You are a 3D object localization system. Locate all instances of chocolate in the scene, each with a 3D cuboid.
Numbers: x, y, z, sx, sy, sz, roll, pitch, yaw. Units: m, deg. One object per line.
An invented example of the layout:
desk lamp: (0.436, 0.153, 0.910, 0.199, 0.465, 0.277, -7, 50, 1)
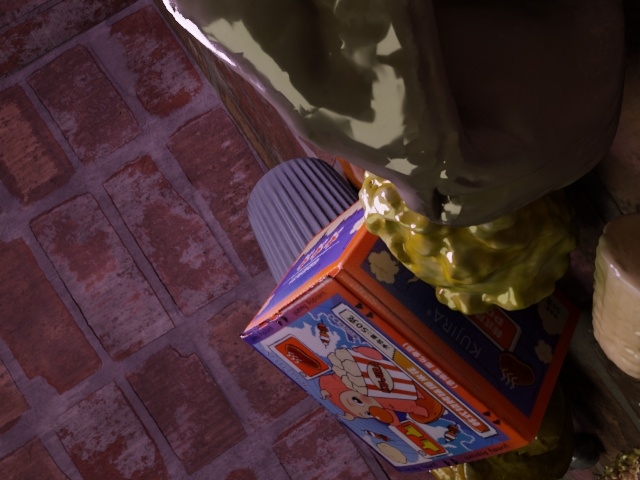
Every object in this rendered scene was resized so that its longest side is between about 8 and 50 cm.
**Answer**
chocolate: (0.482, 0.403, 1.410, 0.072, 0.072, 0.167, 54, 172, 16)

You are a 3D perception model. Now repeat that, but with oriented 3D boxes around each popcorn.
popcorn: (0.170, -0.053, 0.846, 0.242, 0.235, 0.250, 48, -170, 37)

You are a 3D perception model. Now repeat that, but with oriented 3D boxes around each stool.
stool: (0.000, 0.000, 1.687, 0.330, 0.297, 0.297, 56, 174, 39)

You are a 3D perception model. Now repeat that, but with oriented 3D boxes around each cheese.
cheese: (0.345, 0.062, 0.774, 0.167, 0.093, 0.123, 71, 174, -47)

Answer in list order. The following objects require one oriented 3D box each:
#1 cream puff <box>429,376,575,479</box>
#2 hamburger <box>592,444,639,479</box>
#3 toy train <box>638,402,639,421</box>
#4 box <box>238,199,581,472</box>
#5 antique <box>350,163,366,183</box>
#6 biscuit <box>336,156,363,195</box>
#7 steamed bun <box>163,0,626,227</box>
cream puff: (0.346, 0.314, 1.308, 0.274, 0.270, 0.323, 26, -132, -24)
hamburger: (0.439, 0.371, 0.936, 0.138, 0.262, 0.243, 16, -167, -25)
toy train: (0.426, 0.218, 0.802, 0.176, 0.118, 0.074, 53, 169, 14)
box: (0.123, 0.129, 1.091, 0.348, 0.257, 0.318, 43, 144, -9)
antique: (0.064, -0.234, 1.290, 0.310, 0.093, 0.087, 61, 171, -33)
biscuit: (0.095, -0.144, 1.665, 0.295, 0.044, 0.186, 60, 175, -33)
steamed bun: (0.086, -0.208, 0.576, 0.367, 0.255, 0.342, 34, -149, -8)
